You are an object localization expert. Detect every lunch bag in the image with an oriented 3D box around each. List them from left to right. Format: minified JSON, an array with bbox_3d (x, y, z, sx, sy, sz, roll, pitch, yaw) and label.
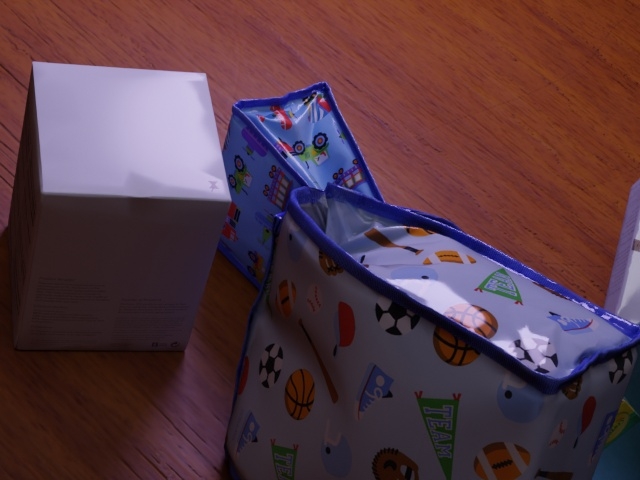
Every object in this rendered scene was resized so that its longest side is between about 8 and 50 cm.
[{"bbox_3d":[0.000,0.000,1.626,0.138,0.221,0.293,-17,56,-30],"label":"lunch bag"},{"bbox_3d":[0.085,0.157,1.391,0.385,0.328,0.239,27,24,30],"label":"lunch bag"}]

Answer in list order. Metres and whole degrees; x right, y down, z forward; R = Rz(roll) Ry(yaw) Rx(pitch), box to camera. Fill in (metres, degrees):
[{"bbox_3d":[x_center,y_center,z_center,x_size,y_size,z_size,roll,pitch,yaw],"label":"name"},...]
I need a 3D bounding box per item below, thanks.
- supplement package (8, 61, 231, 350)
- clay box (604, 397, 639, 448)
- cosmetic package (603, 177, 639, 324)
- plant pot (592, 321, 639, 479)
[{"bbox_3d":[-0.233,-0.032,1.545,0.199,0.263,0.198,2,49,-18],"label":"supplement package"},{"bbox_3d":[0.229,0.217,1.539,0.053,0.222,0.127,42,11,-39],"label":"clay box"},{"bbox_3d":[0.436,0.039,1.766,0.117,0.085,0.231,15,75,-1],"label":"cosmetic package"},{"bbox_3d":[0.414,0.247,1.539,0.195,0.290,0.290,46,39,-25],"label":"plant pot"}]
